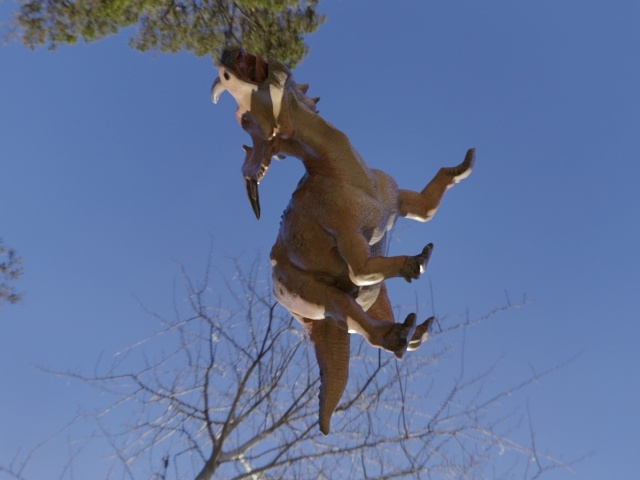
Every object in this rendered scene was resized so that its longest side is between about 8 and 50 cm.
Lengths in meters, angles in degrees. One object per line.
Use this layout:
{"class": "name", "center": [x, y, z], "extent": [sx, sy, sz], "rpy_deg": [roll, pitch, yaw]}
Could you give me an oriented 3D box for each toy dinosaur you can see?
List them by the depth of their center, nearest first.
{"class": "toy dinosaur", "center": [0.000, 0.000, 0.513], "extent": [0.201, 0.127, 0.295], "rpy_deg": [17, -67, 20]}
